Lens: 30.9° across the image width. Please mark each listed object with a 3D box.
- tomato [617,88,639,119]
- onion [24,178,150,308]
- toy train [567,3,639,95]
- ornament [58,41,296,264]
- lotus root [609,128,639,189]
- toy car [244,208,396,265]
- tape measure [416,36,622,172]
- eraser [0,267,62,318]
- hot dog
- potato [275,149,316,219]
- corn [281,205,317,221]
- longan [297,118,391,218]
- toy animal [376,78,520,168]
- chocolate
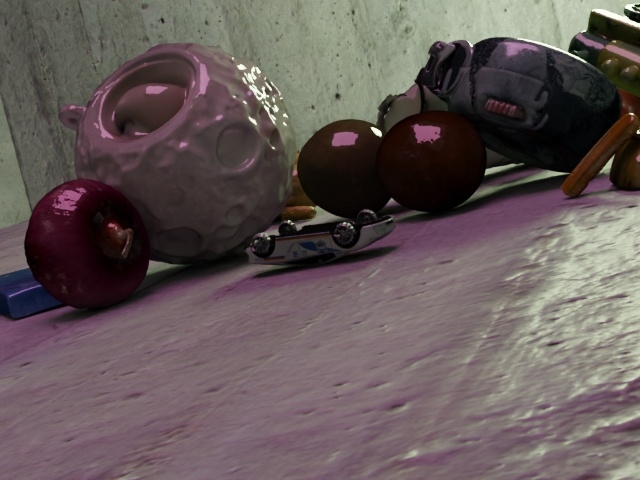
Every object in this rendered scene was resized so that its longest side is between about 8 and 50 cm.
[{"bbox_3d":[0.593,-0.257,2.057,0.200,0.140,0.233,-20,10,-32],"label":"tomato"},{"bbox_3d":[-0.308,0.004,1.551,0.153,0.177,0.177,-42,-3,20],"label":"onion"},{"bbox_3d":[0.536,-0.269,1.820,0.237,0.150,0.369,-15,33,-33],"label":"toy train"},{"bbox_3d":[-0.196,-0.123,1.744,0.337,0.337,0.337,-13,7,2],"label":"ornament"},{"bbox_3d":[0.468,-0.123,1.520,0.183,0.078,0.203,-14,9,-2],"label":"lotus root"},{"bbox_3d":[0.000,0.000,1.485,0.204,0.056,0.095,-6,9,23],"label":"toy car"},{"bbox_3d":[0.316,-0.201,1.775,0.256,0.147,0.275,28,-7,-42],"label":"tape measure"},{"bbox_3d":[-0.438,0.072,1.779,0.144,0.043,0.312,-16,8,-24],"label":"eraser"},{"bbox_3d":[0.369,-0.112,1.524,0.137,0.028,0.044,-53,20,20],"label":"hot dog"},{"bbox_3d":[-0.084,-0.102,2.152,0.161,0.128,0.234,-8,-2,-20],"label":"potato"},{"bbox_3d":[-0.041,-0.047,2.047,0.083,0.028,0.027,-1,8,45],"label":"corn"},{"bbox_3d":[0.065,-0.114,1.866,0.204,0.159,0.185,10,16,28],"label":"longan"},{"bbox_3d":[0.292,-0.199,2.028,0.357,0.194,0.258,-8,-17,-20],"label":"toy animal"},{"bbox_3d":[0.170,-0.109,1.708,0.176,0.177,0.177,-13,7,2],"label":"chocolate"}]
